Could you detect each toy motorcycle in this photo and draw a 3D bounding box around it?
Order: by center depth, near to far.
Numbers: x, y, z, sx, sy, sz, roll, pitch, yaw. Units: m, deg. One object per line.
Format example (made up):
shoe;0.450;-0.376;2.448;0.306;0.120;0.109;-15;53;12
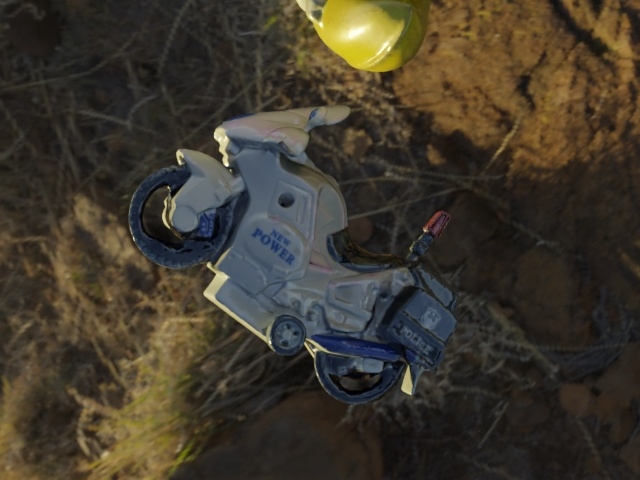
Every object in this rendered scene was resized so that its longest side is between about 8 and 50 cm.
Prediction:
toy motorcycle;0.000;0.000;0.715;0.221;0.150;0.102;39;169;-18

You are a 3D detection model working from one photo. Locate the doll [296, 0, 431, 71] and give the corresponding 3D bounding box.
doll;0.054;-0.205;0.574;0.111;0.252;0.237;24;106;-15
